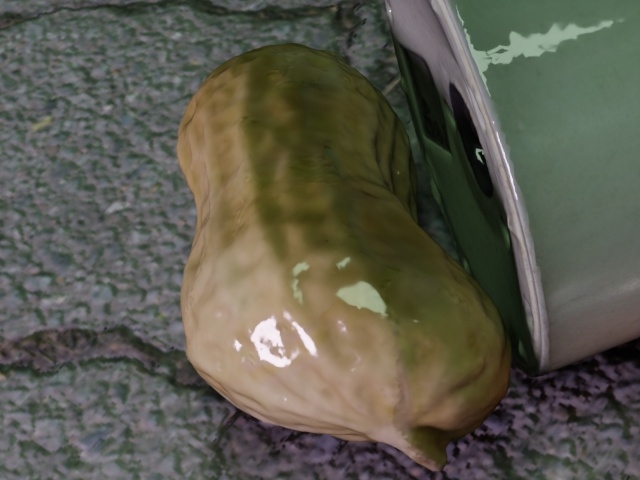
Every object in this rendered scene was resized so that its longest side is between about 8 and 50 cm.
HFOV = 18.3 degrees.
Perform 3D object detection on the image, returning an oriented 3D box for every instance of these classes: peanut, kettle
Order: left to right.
[{"bbox_3d":[-0.008,0.005,1.073,0.159,0.143,0.291,-20,45,-4],"label":"peanut"},{"bbox_3d":[0.235,-0.121,1.085,0.377,0.250,0.361,-18,20,-3],"label":"kettle"}]
